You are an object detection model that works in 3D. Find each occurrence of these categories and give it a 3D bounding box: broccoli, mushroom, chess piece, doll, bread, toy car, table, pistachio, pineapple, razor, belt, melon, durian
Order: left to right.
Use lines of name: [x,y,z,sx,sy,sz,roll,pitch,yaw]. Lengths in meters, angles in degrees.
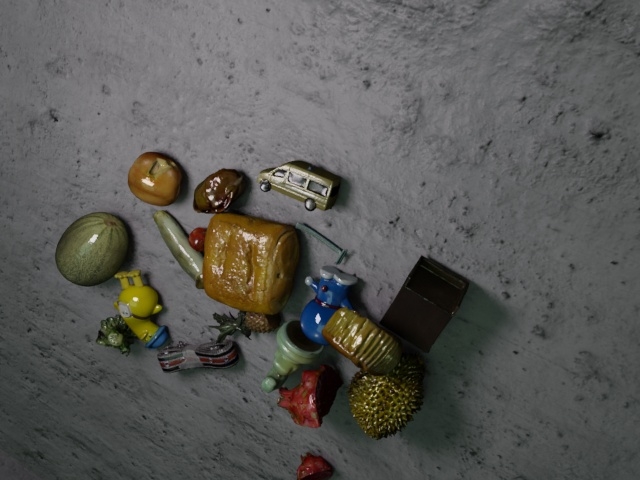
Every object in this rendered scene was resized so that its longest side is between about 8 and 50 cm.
melon: [-0.874,0.034,2.020,0.248,0.248,0.329,44,120,4]
broccoli: [-0.822,0.383,2.121,0.165,0.304,0.145,26,78,-16]
doll: [-0.722,0.284,2.103,0.199,0.145,0.363,-4,113,13]
mushroom: [-0.504,0.037,1.937,0.333,0.087,0.107,50,134,7]
belt: [-0.482,0.456,2.069,0.359,0.126,0.094,-10,107,27]
pistachio: [-0.348,-0.162,1.751,0.210,0.165,0.130,-30,137,21]
pineapple: [-0.284,0.298,1.912,0.277,0.130,0.119,-19,60,30]
bread: [-0.249,0.082,1.757,0.337,0.148,0.328,15,99,20]
chess piece: [-0.121,0.431,1.859,0.176,0.176,0.298,36,121,8]
toy car: [-0.068,-0.185,1.636,0.256,0.101,0.124,24,113,13]
razor: [0.002,-0.001,1.711,0.191,0.037,0.068,36,125,11]
doll: [0.027,0.215,1.733,0.215,0.161,0.257,26,103,29]
bread: [0.128,0.300,1.557,0.227,0.253,0.142,35,88,23]
durian: [0.218,0.493,1.691,0.258,0.258,0.293,48,116,1]
table: [0.311,0.183,1.560,0.169,0.172,0.193,31,123,11]

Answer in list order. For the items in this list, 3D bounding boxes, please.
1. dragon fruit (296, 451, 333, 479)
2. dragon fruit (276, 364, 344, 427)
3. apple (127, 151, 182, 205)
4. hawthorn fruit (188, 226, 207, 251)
dragon fruit: [-0.029,0.873,2.041,0.153,0.153,0.111,-46,46,31]
dragon fruit: [-0.056,0.527,1.801,0.211,0.262,0.134,-23,98,20]
apple: [-0.570,-0.208,1.827,0.199,0.199,0.199,9,113,22]
hawthorn fruit: [-0.433,-0.005,1.891,0.093,0.093,0.093,9,113,22]
